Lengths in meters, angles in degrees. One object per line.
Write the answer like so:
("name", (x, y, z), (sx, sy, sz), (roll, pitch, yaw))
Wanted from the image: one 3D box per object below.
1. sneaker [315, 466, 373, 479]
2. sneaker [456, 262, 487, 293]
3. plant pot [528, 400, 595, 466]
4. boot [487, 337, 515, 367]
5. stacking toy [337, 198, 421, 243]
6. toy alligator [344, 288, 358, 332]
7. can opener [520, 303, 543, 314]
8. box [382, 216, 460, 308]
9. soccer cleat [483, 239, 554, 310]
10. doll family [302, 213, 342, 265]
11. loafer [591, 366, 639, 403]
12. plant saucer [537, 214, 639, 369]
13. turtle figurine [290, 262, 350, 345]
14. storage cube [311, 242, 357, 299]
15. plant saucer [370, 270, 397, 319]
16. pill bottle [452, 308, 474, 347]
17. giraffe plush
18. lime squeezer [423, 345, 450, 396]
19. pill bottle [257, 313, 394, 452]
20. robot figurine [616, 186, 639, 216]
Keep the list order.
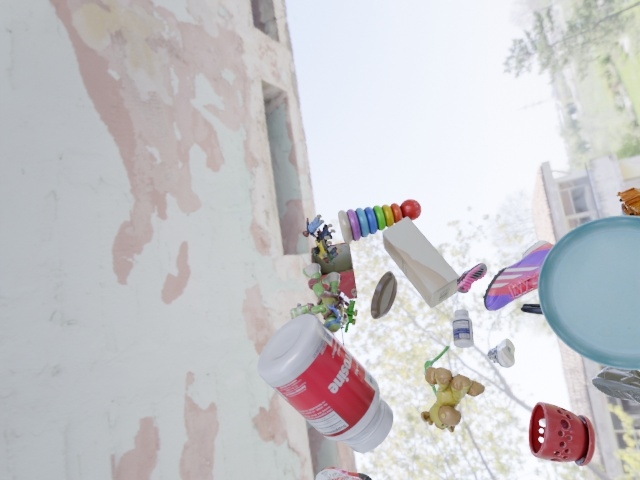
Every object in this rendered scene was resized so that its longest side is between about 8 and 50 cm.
("sneaker", (0.049, 0.880, 1.578), (0.145, 0.270, 0.090), (-24, -87, -50))
("sneaker", (0.430, 0.098, 1.297), (0.047, 0.119, 0.057), (25, -142, -12))
("plant pot", (0.843, 0.677, 1.577), (0.191, 0.173, 0.191), (9, -90, -79))
("boot", (0.634, 0.415, 1.596), (0.069, 0.086, 0.190), (52, -152, 12))
("stacking toy", (0.241, -0.086, 1.790), (0.141, 0.330, 0.141), (167, 90, -89))
("toy alligator", (0.116, 0.266, 1.750), (0.051, 0.056, 0.190), (-83, 4, -74))
("can opener", (0.776, 0.233, 1.526), (0.059, 0.186, 0.073), (-12, -84, -44))
("box", (0.365, 0.078, 1.670), (0.311, 0.121, 0.148), (55, 172, 32))
("soccer cleat", (0.658, 0.121, 1.441), (0.318, 0.116, 0.109), (-37, -59, -11))
("doll family", (0.000, 0.000, 1.587), (0.075, 0.111, 0.193), (2, -121, -31))
("loafer", (0.863, 0.389, 1.217), (0.094, 0.251, 0.087), (43, -106, -18))
("plant saucer", (0.635, 0.107, 0.952), (0.043, 0.317, 0.318), (11, -112, -60))
("turtle figurine", (-0.006, 0.231, 1.504), (0.266, 0.197, 0.275), (-95, 6, -47))
("storage cube", (0.062, 0.151, 2.060), (0.215, 0.183, 0.193), (-96, -5, -46))
("plant saucer", (0.349, 0.301, 2.461), (0.041, 0.278, 0.278), (20, -128, -10))
("pill bottle", (0.681, 0.420, 2.161), (0.094, 0.094, 0.170), (42, -135, -44))
("giraffe plush", (0.401, 0.513, 1.435), (0.210, 0.181, 0.171), (78, -147, -68))
("lime squeezer", (0.508, 0.597, 1.991), (0.109, 0.059, 0.311), (21, -131, -7))
("pill bottle", (0.027, 0.429, 1.327), (0.408, 0.229, 0.229), (48, -142, -17))
("robot figurine", (0.910, -0.068, 1.206), (0.291, 0.211, 0.085), (37, -147, -36))
